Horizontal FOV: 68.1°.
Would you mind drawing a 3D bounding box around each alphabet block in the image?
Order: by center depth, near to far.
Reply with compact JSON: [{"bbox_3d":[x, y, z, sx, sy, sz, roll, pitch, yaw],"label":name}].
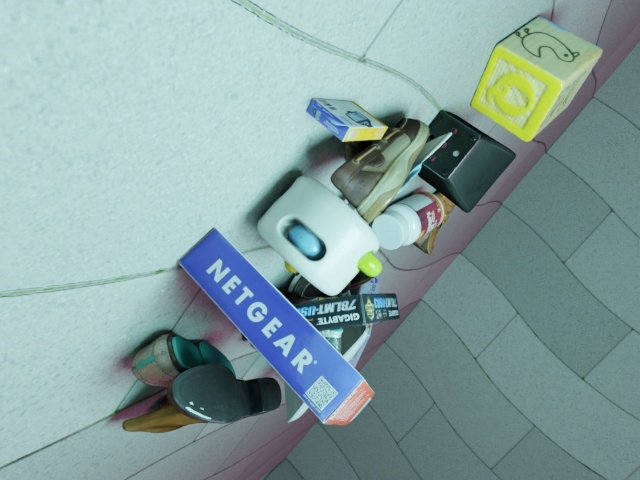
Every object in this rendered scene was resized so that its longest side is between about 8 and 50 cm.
[{"bbox_3d":[0.535,-0.405,1.191,0.197,0.192,0.193,-39,156,-25],"label":"alphabet block"}]

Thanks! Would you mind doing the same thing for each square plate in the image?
[{"bbox_3d":[0.012,0.335,1.427,0.344,0.049,0.347,-51,-167,7],"label":"square plate"}]

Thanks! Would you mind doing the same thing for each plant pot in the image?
[{"bbox_3d":[0.332,-0.211,1.172,0.187,0.188,0.167,-52,146,13],"label":"plant pot"}]

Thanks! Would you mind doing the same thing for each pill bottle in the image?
[{"bbox_3d":[0.248,-0.056,1.341,0.221,0.121,0.121,-27,151,-44],"label":"pill bottle"}]

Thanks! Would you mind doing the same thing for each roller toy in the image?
[{"bbox_3d":[-0.010,-0.004,0.827,0.146,0.209,0.191,-48,124,-1],"label":"roller toy"}]

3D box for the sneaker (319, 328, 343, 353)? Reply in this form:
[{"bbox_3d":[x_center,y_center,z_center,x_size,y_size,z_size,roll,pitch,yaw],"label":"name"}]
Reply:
[{"bbox_3d":[-0.008,0.269,1.237,0.064,0.076,0.166,0,171,-42],"label":"sneaker"}]

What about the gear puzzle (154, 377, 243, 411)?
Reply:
[{"bbox_3d":[-0.285,0.388,1.191,0.175,0.044,0.339,-38,157,-6],"label":"gear puzzle"}]

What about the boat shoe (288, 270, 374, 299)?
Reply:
[{"bbox_3d":[0.044,0.096,1.239,0.324,0.096,0.117,-15,141,-56],"label":"boat shoe"}]

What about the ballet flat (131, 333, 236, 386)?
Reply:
[{"bbox_3d":[-0.268,0.252,0.933,0.106,0.108,0.316,-26,152,-1],"label":"ballet flat"}]

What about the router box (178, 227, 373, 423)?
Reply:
[{"bbox_3d":[-0.060,0.161,0.817,0.082,0.335,0.301,-44,158,-9],"label":"router box"}]

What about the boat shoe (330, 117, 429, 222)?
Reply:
[{"bbox_3d":[0.105,-0.164,0.869,0.123,0.123,0.342,-52,-177,41],"label":"boat shoe"}]

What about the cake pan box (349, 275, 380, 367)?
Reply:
[{"bbox_3d":[0.128,0.275,1.612,0.267,0.070,0.246,-72,180,-46],"label":"cake pan box"}]

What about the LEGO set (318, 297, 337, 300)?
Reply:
[{"bbox_3d":[-0.016,0.251,1.387,0.287,0.107,0.132,-36,157,-27],"label":"LEGO set"}]

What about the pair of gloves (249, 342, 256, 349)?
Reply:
[{"bbox_3d":[-0.060,0.290,1.168,0.240,0.204,0.042,35,72,-44],"label":"pair of gloves"}]

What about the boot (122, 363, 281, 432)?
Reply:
[{"bbox_3d":[-0.254,0.297,0.861,0.280,0.096,0.264,-20,161,23],"label":"boot"}]

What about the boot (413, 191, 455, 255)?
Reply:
[{"bbox_3d":[0.399,-0.073,1.671,0.220,0.109,0.283,-53,152,3],"label":"boot"}]

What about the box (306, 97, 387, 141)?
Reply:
[{"bbox_3d":[0.040,-0.189,0.742,0.136,0.081,0.028,-20,147,-51],"label":"box"}]

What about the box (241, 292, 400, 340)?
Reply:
[{"bbox_3d":[0.010,0.176,1.121,0.293,0.074,0.295,-12,170,21],"label":"box"}]

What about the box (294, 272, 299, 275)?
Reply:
[{"bbox_3d":[0.000,0.000,1.081,0.162,0.029,0.116,-36,157,-26],"label":"box"}]

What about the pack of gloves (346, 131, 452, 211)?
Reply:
[{"bbox_3d":[0.161,-0.121,1.003,0.232,0.046,0.195,-46,-164,-26],"label":"pack of gloves"}]
